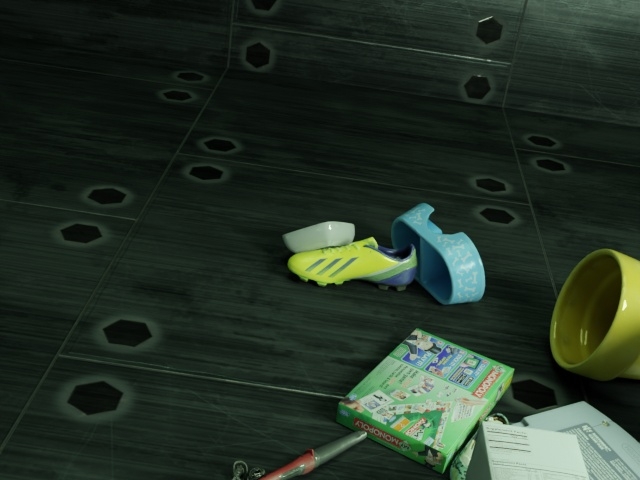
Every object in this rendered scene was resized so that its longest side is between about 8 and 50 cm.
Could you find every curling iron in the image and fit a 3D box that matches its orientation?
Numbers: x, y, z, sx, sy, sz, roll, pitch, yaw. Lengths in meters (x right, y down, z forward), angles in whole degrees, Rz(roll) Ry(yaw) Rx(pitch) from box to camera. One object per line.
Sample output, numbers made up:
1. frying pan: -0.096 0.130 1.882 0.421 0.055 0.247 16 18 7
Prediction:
1. curling iron: -0.031 0.353 1.497 0.274 0.035 0.068 -14 35 -35

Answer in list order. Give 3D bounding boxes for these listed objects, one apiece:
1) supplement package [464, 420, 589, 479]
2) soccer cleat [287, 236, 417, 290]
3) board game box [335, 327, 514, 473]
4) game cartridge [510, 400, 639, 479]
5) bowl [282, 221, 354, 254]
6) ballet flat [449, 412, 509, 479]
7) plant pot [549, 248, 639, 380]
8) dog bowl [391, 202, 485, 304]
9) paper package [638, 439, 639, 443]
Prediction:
1. supplement package: 0.292 0.406 1.313 0.149 0.194 0.203 8 28 -1
2. soccer cleat: 0.073 0.039 2.027 0.289 0.121 0.093 4 28 -6
3. board game box: 0.198 0.282 1.683 0.213 0.046 0.317 23 31 24
4. game cartridge: 0.470 0.393 1.508 0.198 0.062 0.297 -4 36 -30
5. bowl: 0.000 0.000 2.087 0.142 0.053 0.142 -17 -12 28
6. ballet flat: 0.271 0.352 1.550 0.070 0.070 0.188 19 30 21
7. plant pot: 0.625 0.171 1.818 0.239 0.254 0.254 19 26 -12
8. dog bowl: 0.254 0.035 2.054 0.074 0.166 0.297 -18 35 -21
9. paper package: 0.714 0.308 1.485 0.168 0.309 0.325 -21 38 -36
